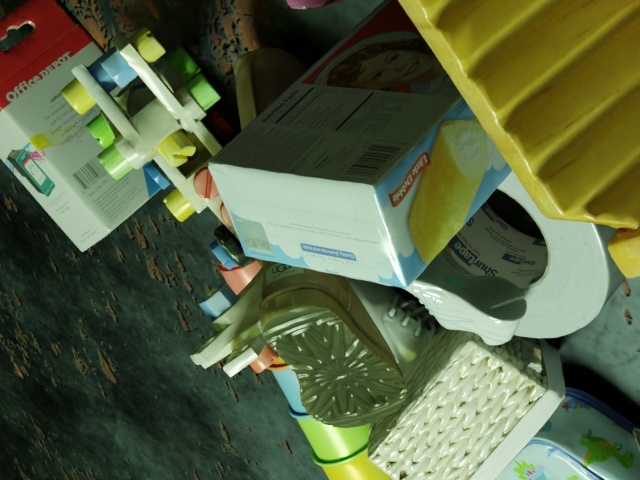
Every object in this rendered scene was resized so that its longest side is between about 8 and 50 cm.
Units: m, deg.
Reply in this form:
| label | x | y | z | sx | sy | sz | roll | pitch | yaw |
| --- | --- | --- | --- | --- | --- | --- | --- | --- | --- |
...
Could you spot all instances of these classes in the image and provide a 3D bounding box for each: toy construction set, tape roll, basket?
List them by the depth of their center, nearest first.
| label | x | y | z | sx | sy | sz | roll | pitch | yaw |
| --- | --- | --- | --- | --- | --- | --- | --- | --- | --- |
| tape roll | 0.157 | -0.024 | 1.193 | 0.219 | 0.072 | 0.219 | 26 | 141 | 23 |
| basket | 0.128 | 0.149 | 1.294 | 0.103 | 0.113 | 0.167 | 36 | 109 | -8 |
| toy construction set | -0.105 | -0.041 | 1.321 | 0.215 | 0.151 | 0.327 | -126 | 11 | -82 |

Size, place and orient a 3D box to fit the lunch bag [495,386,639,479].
| label | x | y | z | sx | sy | sz | roll | pitch | yaw |
| --- | --- | --- | --- | --- | --- | --- | --- | --- | --- |
| lunch bag | 0.240 | 0.239 | 1.358 | 0.176 | 0.090 | 0.219 | 34 | 145 | 4 |

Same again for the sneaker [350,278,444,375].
| label | x | y | z | sx | sy | sz | roll | pitch | yaw |
| --- | --- | --- | --- | --- | --- | --- | --- | --- | --- |
| sneaker | 0.091 | 0.095 | 1.385 | 0.091 | 0.094 | 0.258 | -26 | 112 | 38 |

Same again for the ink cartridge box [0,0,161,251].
| label | x | y | z | sx | sy | sz | roll | pitch | yaw |
| --- | --- | --- | --- | --- | --- | --- | --- | --- | --- |
| ink cartridge box | -0.260 | -0.122 | 1.459 | 0.231 | 0.134 | 0.078 | 51 | 145 | -8 |

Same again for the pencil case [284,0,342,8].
| label | x | y | z | sx | sy | sz | roll | pitch | yaw |
| --- | --- | --- | --- | --- | --- | --- | --- | --- | --- |
| pencil case | -0.035 | -0.273 | 1.091 | 0.098 | 0.095 | 0.209 | -26 | 106 | 18 |

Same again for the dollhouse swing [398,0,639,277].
| label | x | y | z | sx | sy | sz | roll | pitch | yaw |
| --- | --- | --- | --- | --- | --- | --- | --- | --- | --- |
| dollhouse swing | 0.247 | -0.189 | 0.761 | 0.347 | 0.315 | 0.305 | 55 | 164 | -14 |

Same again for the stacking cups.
| label | x | y | z | sx | sy | sz | roll | pitch | yaw |
| --- | --- | --- | --- | --- | --- | --- | --- | --- | --- |
| stacking cups | -0.014 | 0.143 | 1.516 | 0.096 | 0.096 | 0.316 | -5 | 123 | 48 |

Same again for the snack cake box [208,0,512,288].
| label | x | y | z | sx | sy | sz | roll | pitch | yaw |
| --- | --- | --- | --- | --- | --- | --- | --- | --- | --- |
| snack cake box | 0.063 | -0.088 | 1.052 | 0.152 | 0.264 | 0.089 | 10 | 133 | 40 |

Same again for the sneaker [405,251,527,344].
| label | x | y | z | sx | sy | sz | roll | pitch | yaw |
| --- | --- | --- | --- | --- | --- | --- | --- | --- | --- |
| sneaker | 0.099 | 0.043 | 1.211 | 0.152 | 0.053 | 0.061 | 31 | 146 | 17 |

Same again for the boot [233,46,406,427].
| label | x | y | z | sx | sy | sz | roll | pitch | yaw |
| --- | --- | --- | --- | --- | --- | --- | --- | --- | --- |
| boot | 0.000 | 0.000 | 1.253 | 0.089 | 0.269 | 0.236 | -15 | 144 | 8 |
